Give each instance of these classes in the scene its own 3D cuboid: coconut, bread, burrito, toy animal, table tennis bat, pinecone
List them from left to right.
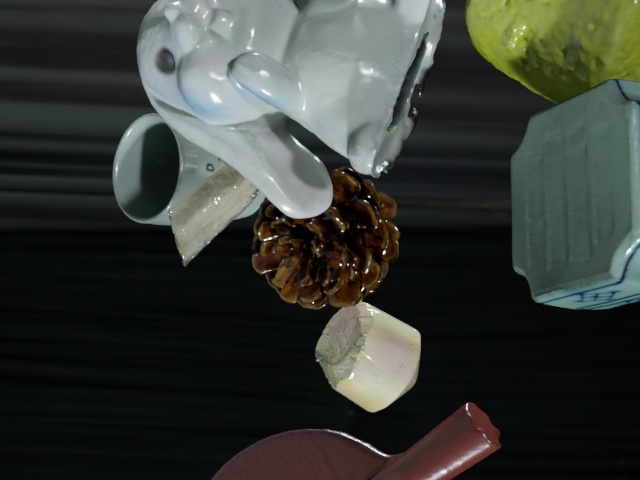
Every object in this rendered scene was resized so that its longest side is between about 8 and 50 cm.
[{"bbox_3d":[-0.146,-0.064,2.088,0.087,0.226,0.060,50,-1,-34],"label":"burrito"},{"bbox_3d":[-0.020,-0.171,1.310,0.249,0.289,0.174,-49,165,-13],"label":"toy animal"},{"bbox_3d":[0.000,0.000,1.469,0.173,0.174,0.173,-178,-90,-88],"label":"pinecone"},{"bbox_3d":[0.012,0.306,1.450,0.051,0.415,0.268,20,34,-59],"label":"table tennis bat"},{"bbox_3d":[0.082,0.179,2.105,0.147,0.153,0.147,-40,-148,31],"label":"coconut"},{"bbox_3d":[0.389,-0.364,2.036,0.348,0.308,0.348,-52,159,-30],"label":"bread"}]

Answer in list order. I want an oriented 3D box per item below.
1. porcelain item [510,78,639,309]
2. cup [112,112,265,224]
[{"bbox_3d":[0.391,-0.057,1.863,0.281,0.157,0.285,-27,-120,60],"label":"porcelain item"},{"bbox_3d":[-0.201,-0.147,2.407,0.186,0.234,0.258,39,-66,39],"label":"cup"}]
